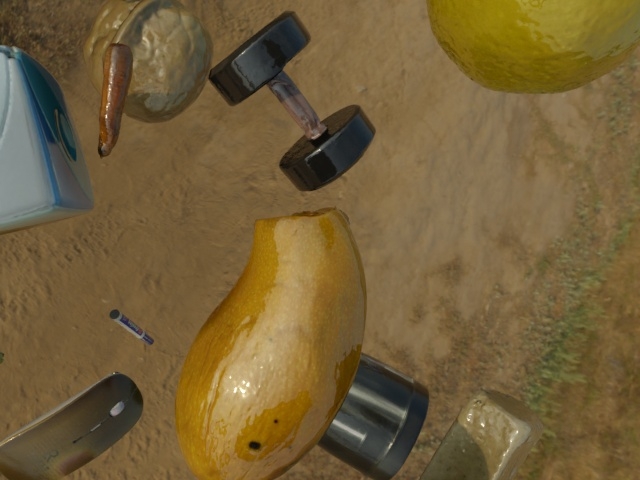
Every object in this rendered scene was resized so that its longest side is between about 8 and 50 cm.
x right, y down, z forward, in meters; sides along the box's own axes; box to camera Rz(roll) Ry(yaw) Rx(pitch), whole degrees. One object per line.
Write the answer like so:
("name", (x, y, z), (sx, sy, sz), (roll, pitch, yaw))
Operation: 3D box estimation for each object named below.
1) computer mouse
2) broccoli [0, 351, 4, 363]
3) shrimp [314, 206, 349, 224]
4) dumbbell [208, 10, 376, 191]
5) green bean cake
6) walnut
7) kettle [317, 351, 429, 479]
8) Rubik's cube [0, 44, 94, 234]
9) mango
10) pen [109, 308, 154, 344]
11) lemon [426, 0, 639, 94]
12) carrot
("computer mouse", (-0.423, 0.326, 0.927), (0.245, 0.056, 0.126), (-31, 123, -21))
("broccoli", (-0.886, 0.210, 1.265), (0.235, 0.288, 0.260), (-14, 78, -12))
("shrimp", (0.000, -0.001, 1.196), (0.051, 0.115, 0.217), (61, 33, -37))
("dumbbell", (-0.037, -0.196, 0.782), (0.152, 0.152, 0.218), (-48, 112, -22))
("green bean cake", (0.204, 0.286, 0.701), (0.109, 0.085, 0.179), (18, 102, -52))
("walnut", (-0.500, -0.535, 1.583), (0.381, 0.381, 0.381), (-3, 96, -34))
("kettle", (0.042, 0.326, 1.207), (0.324, 0.321, 0.228), (29, 105, -1))
("Rubik's cube", (-0.719, -0.184, 1.151), (0.352, 0.347, 0.352), (-12, 95, -9))
("mango", (-0.049, 0.129, 0.626), (0.187, 0.144, 0.359), (28, 94, 1))
("pen", (-0.459, 0.217, 1.332), (0.025, 0.025, 0.204), (-54, 156, -19))
("lemon", (0.168, -0.202, 0.404), (0.203, 0.178, 0.178), (48, 60, -73))
("carrot", (-0.437, -0.293, 1.144), (0.059, 0.059, 0.248), (6, 101, -35))
